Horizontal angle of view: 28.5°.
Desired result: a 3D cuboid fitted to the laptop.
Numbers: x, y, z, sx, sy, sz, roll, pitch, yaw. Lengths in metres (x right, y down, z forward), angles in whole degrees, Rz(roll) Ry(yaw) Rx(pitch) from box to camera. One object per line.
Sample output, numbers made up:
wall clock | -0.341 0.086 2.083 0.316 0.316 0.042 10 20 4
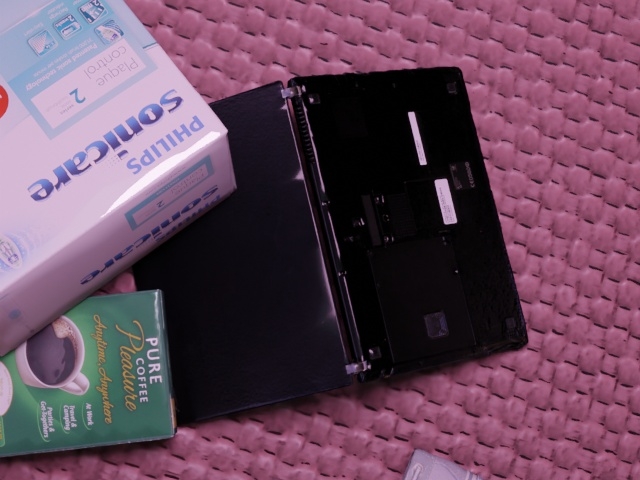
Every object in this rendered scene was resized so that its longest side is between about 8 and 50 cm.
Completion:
laptop | 0.000 0.000 0.988 0.264 0.136 0.234 -9 83 -33

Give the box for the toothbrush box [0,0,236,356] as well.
toothbrush box | -0.232 -0.102 0.896 0.216 0.126 0.295 -35 77 -10

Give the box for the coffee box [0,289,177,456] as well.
coffee box | -0.201 0.100 0.930 0.184 0.040 0.113 -8 84 -3

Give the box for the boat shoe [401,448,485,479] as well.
boat shoe | 0.039 0.258 0.929 0.081 0.079 0.227 31 75 8
